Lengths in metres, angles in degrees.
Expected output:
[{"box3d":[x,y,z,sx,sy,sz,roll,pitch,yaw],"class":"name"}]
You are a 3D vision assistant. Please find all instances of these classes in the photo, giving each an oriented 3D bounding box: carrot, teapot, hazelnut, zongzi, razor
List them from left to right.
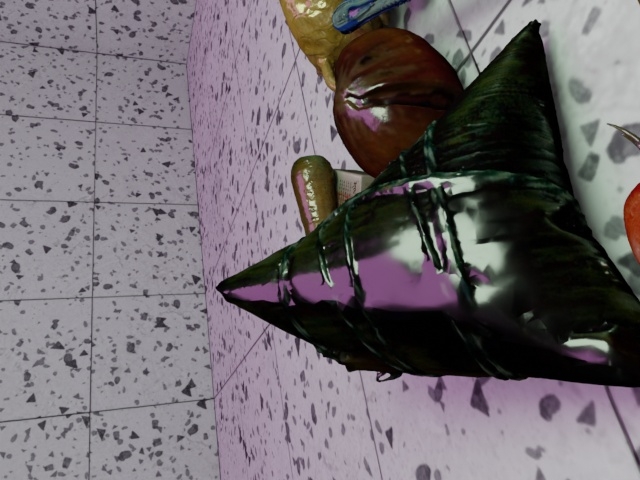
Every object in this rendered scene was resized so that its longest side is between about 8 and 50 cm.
[{"box3d":[0.000,0.000,0.884,0.078,0.078,0.298,151,114,-66],"class":"carrot"},{"box3d":[0.044,-0.367,0.818,0.167,0.203,0.311,-20,63,21],"class":"teapot"},{"box3d":[0.091,-0.176,0.678,0.178,0.178,0.203,164,105,-67],"class":"hazelnut"},{"box3d":[0.120,-0.301,0.607,0.324,0.056,0.093,4,93,46],"class":"razor"},{"box3d":[0.134,-0.029,0.548,0.383,0.319,0.362,-20,58,50],"class":"zongzi"}]

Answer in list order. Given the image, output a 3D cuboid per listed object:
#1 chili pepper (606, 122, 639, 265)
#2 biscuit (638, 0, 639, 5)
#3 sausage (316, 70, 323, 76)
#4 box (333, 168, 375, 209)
[{"box3d":[0.259,-0.014,0.365,0.084,0.086,0.192,65,-178,-64],"class":"chili pepper"},{"box3d":[0.274,-0.191,0.200,0.296,0.102,0.296,-4,85,45],"class":"biscuit"},{"box3d":[0.005,-0.401,1.085,0.026,0.026,0.116,-160,71,-67],"class":"sausage"},{"box3d":[0.058,-0.019,0.905,0.141,0.058,0.201,-147,61,-65],"class":"box"}]
